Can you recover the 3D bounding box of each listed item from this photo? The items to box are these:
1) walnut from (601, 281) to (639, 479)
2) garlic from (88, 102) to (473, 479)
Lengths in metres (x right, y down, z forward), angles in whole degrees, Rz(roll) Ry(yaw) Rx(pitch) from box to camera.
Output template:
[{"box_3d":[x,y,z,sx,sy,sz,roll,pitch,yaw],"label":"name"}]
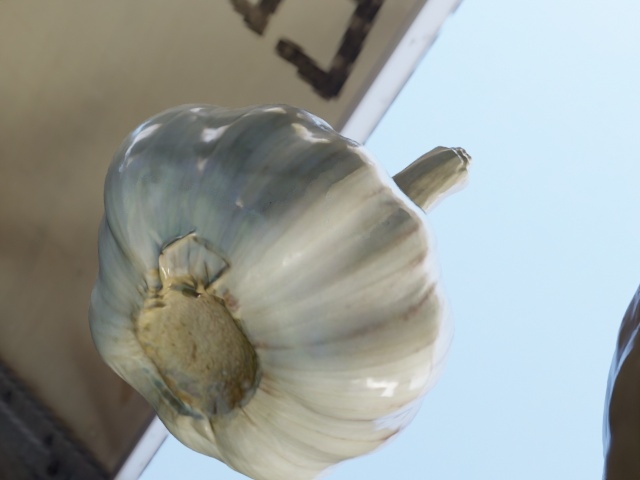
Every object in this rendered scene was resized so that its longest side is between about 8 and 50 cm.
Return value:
[{"box_3d":[0.207,0.050,0.328,0.273,0.273,0.227,15,-141,-22],"label":"walnut"},{"box_3d":[0.000,0.000,0.694,0.199,0.199,0.226,43,-133,9],"label":"garlic"}]
